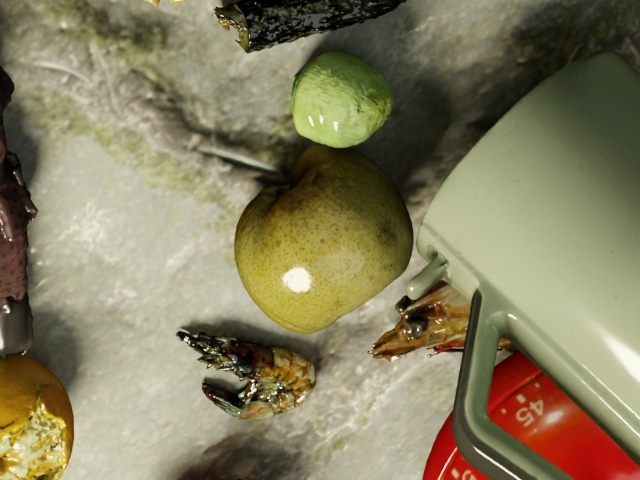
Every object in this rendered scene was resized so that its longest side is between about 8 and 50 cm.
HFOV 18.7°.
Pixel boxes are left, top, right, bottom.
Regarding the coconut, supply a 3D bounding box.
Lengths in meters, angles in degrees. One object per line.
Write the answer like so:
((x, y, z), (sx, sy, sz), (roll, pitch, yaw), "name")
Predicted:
((0.014, -0.126, 1.719), (0.088, 0.096, 0.088), (-37, 142, -37), "coconut")

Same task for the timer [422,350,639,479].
((0.284, 0.264, 1.943), (0.378, 0.279, 0.378), (-9, 123, -15), "timer")

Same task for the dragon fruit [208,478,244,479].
((-0.117, 0.327, 1.927), (0.137, 0.135, 0.236), (-5, 142, -18), "dragon fruit")

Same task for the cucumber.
((-0.003, -0.202, 1.687), (0.181, 0.053, 0.053), (-16, 125, -15), "cucumber")

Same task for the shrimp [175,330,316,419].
((-0.078, 0.132, 1.870), (0.161, 0.034, 0.091), (24, 110, -32), "shrimp")

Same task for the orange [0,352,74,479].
((-0.297, 0.175, 1.749), (0.155, 0.134, 0.154), (-8, 127, -10), "orange")

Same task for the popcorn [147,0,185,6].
((-0.134, -0.225, 1.596), (0.083, 0.082, 0.057), (-11, 121, -22), "popcorn")

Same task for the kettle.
((0.263, 0.077, 1.698), (0.361, 0.376, 0.250), (-38, 162, -19), "kettle")

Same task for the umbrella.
((-0.289, -0.041, 1.646), (0.094, 0.090, 0.326), (-17, 125, -15), "umbrella")

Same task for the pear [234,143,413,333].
((0.000, 0.000, 1.747), (0.167, 0.167, 0.136), (-38, 110, 4), "pear")

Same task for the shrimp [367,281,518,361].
((0.180, 0.064, 1.916), (0.294, 0.062, 0.154), (-18, 133, -12), "shrimp")
